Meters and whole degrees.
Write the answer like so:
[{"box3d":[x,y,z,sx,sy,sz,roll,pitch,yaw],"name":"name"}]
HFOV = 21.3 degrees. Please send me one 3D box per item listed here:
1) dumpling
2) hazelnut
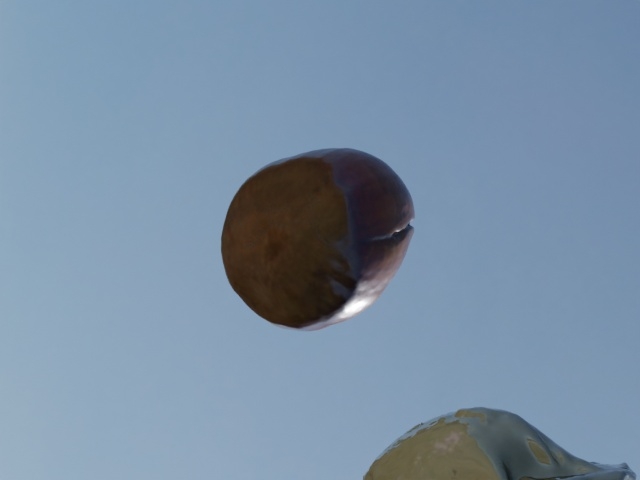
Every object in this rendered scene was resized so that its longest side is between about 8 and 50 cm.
[{"box3d":[0.125,0.188,1.198,0.193,0.258,0.147,-23,-98,36],"name":"dumpling"},{"box3d":[0.000,0.000,0.725,0.086,0.086,0.086,-179,-90,-72],"name":"hazelnut"}]
